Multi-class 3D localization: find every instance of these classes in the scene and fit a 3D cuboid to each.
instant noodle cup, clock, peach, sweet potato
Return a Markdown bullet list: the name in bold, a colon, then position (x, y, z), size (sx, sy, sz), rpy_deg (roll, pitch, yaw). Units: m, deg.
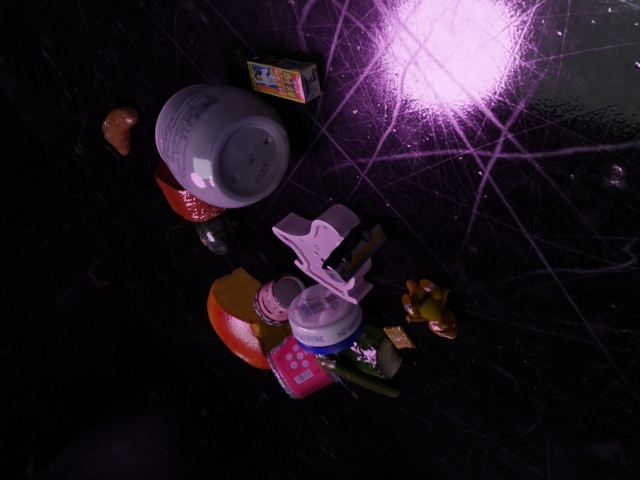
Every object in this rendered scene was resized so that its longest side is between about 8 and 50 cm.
- **instant noodle cup**: position (-0.056, 0.400, 1.958), size (0.302, 0.182, 0.258), rpy_deg (56, 178, 40)
- **clock**: position (0.000, 0.000, 1.571), size (0.290, 0.080, 0.275), rpy_deg (29, 147, 30)
- **peach**: position (-0.238, 0.311, 2.149), size (0.381, 0.242, 0.306), rpy_deg (33, 144, 27)
- **sweet potato**: position (-0.698, -0.384, 2.068), size (0.114, 0.092, 0.341), rpy_deg (35, 155, -11)

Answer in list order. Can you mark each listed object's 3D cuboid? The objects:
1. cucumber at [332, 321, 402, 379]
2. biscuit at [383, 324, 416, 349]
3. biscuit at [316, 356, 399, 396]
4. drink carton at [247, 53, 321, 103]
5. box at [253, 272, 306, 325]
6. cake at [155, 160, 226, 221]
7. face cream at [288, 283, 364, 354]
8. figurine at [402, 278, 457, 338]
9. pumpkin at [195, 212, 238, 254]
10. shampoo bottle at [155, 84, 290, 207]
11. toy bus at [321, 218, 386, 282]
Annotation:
- **cucumber**: position (0.091, 0.314, 1.829), size (0.326, 0.105, 0.145), rpy_deg (15, 140, 51)
- **biscuit**: position (0.220, 0.270, 1.668), size (0.081, 0.018, 0.083), rpy_deg (52, 152, -8)
- **biscuit**: position (0.120, 0.425, 1.846), size (0.323, 0.038, 0.099), rpy_deg (33, 165, -36)
- **drink carton**: position (-0.077, -0.344, 1.262), size (0.166, 0.056, 0.071), rpy_deg (25, 137, 37)
- **box**: position (-0.122, 0.183, 1.920), size (0.151, 0.151, 0.135), rpy_deg (48, 145, 1)
- **cake**: position (-0.374, -0.171, 1.782), size (0.283, 0.177, 0.150), rpy_deg (24, 144, 41)
- **face cream**: position (0.014, 0.213, 1.688), size (0.206, 0.206, 0.111), rpy_deg (19, 135, 44)
- **figurine**: position (0.258, 0.160, 1.412), size (0.176, 0.121, 0.122), rpy_deg (49, -177, -22)
- **pumpkin**: position (-0.337, -0.031, 1.966), size (0.167, 0.125, 0.167), rpy_deg (38, 162, 15)
- **shampoo bottle**: position (-0.228, -0.224, 1.399), size (0.266, 0.273, 0.272), rpy_deg (35, 151, 43)
- **toy bus**: position (0.079, 0.026, 1.388), size (0.058, 0.172, 0.072), rpy_deg (6, 137, 52)
